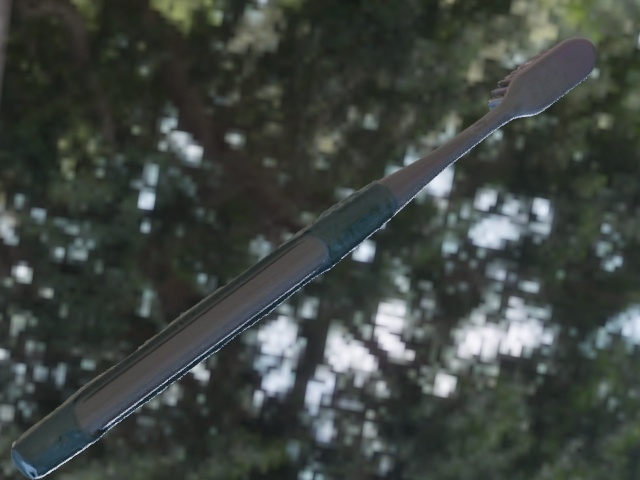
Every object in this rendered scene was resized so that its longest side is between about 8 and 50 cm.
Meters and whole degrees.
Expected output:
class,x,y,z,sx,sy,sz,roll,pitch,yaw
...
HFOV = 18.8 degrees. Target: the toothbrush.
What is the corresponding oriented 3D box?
class,x,y,z,sx,sy,sz,roll,pitch,yaw
toothbrush,0.000,0.000,0.420,0.167,0.011,0.014,-36,-165,-24
